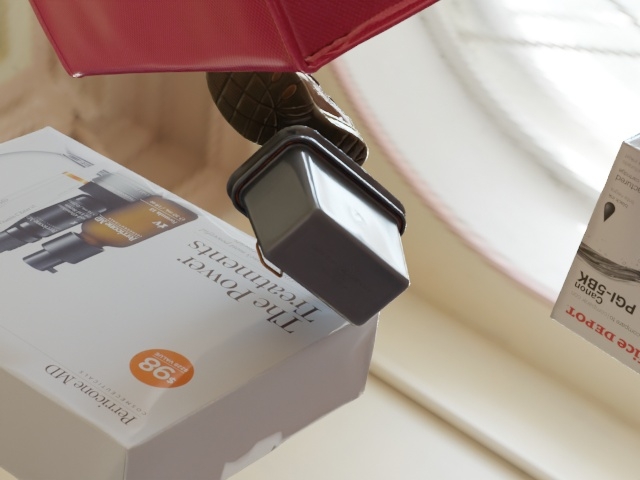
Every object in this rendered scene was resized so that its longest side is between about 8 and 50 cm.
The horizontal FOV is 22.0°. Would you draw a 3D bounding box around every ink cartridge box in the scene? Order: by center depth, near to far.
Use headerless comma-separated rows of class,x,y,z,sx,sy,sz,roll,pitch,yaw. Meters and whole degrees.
ink cartridge box,0.213,0.012,1.012,0.056,0.099,0.135,-24,-41,-49

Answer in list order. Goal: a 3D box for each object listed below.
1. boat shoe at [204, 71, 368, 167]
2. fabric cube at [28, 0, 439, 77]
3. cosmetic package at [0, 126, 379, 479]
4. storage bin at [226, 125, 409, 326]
boat shoe,-0.033,-0.106,1.241,0.064,0.060,0.178,-37,-43,14
fabric cube,-0.015,-0.235,0.720,0.259,0.258,0.254,-30,-73,-22
cosmetic package,-0.189,0.054,1.282,0.284,0.377,0.097,-29,-43,-45
storage bin,0.000,0.000,1.203,0.098,0.091,0.135,-40,-57,18
